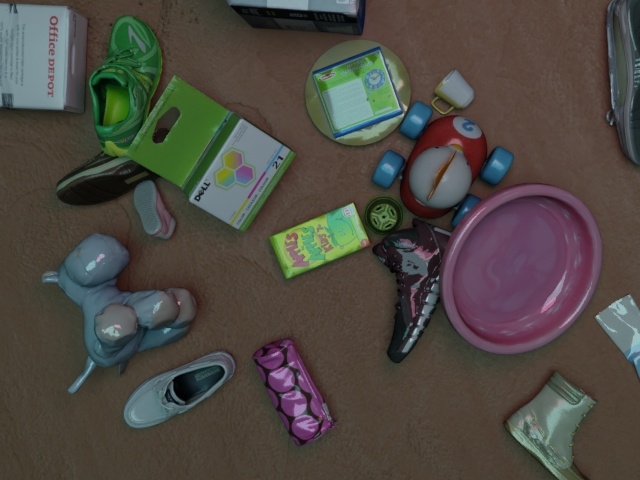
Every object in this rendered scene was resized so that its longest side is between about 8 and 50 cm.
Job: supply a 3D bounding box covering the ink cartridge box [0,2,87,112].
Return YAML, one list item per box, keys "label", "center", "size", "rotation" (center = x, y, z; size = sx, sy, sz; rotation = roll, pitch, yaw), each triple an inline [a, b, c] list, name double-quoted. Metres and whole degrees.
- label: "ink cartridge box"
  center: [-0.608, -0.357, 1.611]
  size: [0.273, 0.115, 0.198]
  rotation: [4, 95, 4]

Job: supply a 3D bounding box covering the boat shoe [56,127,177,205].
- label: "boat shoe"
  center: [-0.404, -0.150, 1.634]
  size: [0.258, 0.095, 0.095]
  rotation: [-18, 59, 3]

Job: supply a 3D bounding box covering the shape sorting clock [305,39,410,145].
- label: "shape sorting clock"
  center: [0.073, -0.288, 1.602]
  size: [0.206, 0.040, 0.206]
  rotation: [1, 95, 8]

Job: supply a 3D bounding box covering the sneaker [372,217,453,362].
- label: "sneaker"
  center: [0.157, 0.085, 1.600]
  size: [0.163, 0.106, 0.281]
  rotation: [27, 85, 8]

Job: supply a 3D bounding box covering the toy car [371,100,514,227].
- label: "toy car"
  center: [0.229, -0.135, 1.501]
  size: [0.219, 0.238, 0.210]
  rotation: [30, 95, 1]

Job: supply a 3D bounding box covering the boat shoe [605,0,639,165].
- label: "boat shoe"
  center: [0.595, -0.301, 1.542]
  size: [0.118, 0.103, 0.320]
  rotation: [-12, 99, -14]

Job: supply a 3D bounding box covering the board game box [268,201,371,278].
- label: "board game box"
  center: [0.000, 0.000, 1.625]
  size: [0.181, 0.043, 0.092]
  rotation: [-22, 92, 5]

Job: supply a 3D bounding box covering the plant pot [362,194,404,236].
- label: "plant pot"
  center: [0.123, -0.047, 1.595]
  size: [0.083, 0.079, 0.083]
  rotation: [0, 93, 5]

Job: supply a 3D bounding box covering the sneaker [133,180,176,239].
- label: "sneaker"
  center: [-0.331, -0.059, 1.649]
  size: [0.051, 0.070, 0.134]
  rotation: [-27, 62, 14]

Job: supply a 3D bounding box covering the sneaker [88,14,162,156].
- label: "sneaker"
  center: [-0.373, -0.309, 1.572]
  size: [0.110, 0.123, 0.295]
  rotation: [-1, 71, 5]

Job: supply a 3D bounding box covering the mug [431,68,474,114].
- label: "mug"
  center: [0.259, -0.285, 1.587]
  size: [0.064, 0.078, 0.062]
  rotation: [40, 63, -8]

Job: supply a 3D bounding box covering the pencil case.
- label: "pencil case"
  center: [-0.050, 0.295, 1.626]
  size: [0.098, 0.095, 0.209]
  rotation: [-26, 94, 41]

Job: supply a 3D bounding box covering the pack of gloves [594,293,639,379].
- label: "pack of gloves"
  center: [0.681, 0.191, 1.586]
  size: [0.195, 0.046, 0.232]
  rotation: [-34, 90, 5]

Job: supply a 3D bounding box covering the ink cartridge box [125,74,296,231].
- label: "ink cartridge box"
  center: [-0.209, -0.161, 1.552]
  size: [0.255, 0.097, 0.188]
  rotation: [31, 96, -27]

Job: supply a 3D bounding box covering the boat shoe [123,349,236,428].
- label: "boat shoe"
  center: [-0.292, 0.301, 1.646]
  size: [0.258, 0.084, 0.095]
  rotation: [-34, 91, 6]

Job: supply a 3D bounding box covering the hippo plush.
- label: "hippo plush"
  center: [-0.395, 0.109, 1.612]
  size: [0.236, 0.234, 0.294]
  rotation: [60, 139, 16]

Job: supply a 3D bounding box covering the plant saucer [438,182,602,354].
- label: "plant saucer"
  center: [0.364, 0.048, 1.532]
  size: [0.332, 0.084, 0.331]
  rotation: [-6, 110, -17]

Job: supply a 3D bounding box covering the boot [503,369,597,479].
- label: "boot"
  center: [0.487, 0.376, 1.598]
  size: [0.213, 0.077, 0.165]
  rotation: [43, 94, 3]

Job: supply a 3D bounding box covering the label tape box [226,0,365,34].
- label: "label tape box"
  center: [-0.087, -0.455, 1.504]
  size: [0.334, 0.240, 0.105]
  rotation: [6, 96, 5]
